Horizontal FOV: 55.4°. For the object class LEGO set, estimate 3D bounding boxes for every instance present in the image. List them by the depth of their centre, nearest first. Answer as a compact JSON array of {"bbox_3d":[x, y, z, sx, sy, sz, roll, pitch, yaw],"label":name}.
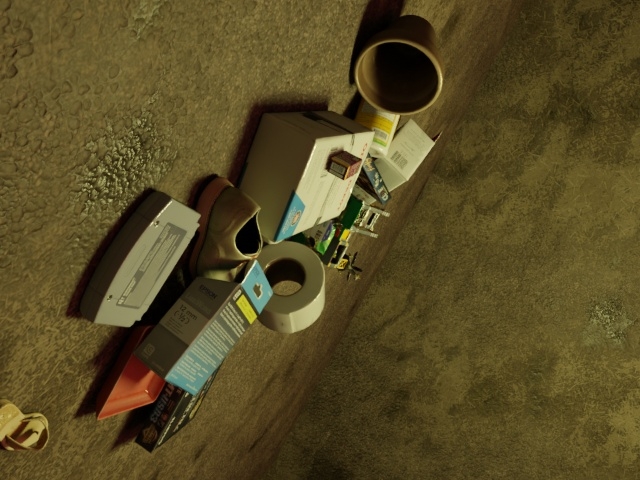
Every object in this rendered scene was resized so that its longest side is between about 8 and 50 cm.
[{"bbox_3d":[0.077,-0.044,2.079,0.192,0.255,0.331,14,99,-51],"label":"LEGO set"}]

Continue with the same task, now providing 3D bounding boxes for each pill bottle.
[{"bbox_3d":[0.184,-0.402,1.954,0.136,0.136,0.246,36,72,-74],"label":"pill bottle"}]

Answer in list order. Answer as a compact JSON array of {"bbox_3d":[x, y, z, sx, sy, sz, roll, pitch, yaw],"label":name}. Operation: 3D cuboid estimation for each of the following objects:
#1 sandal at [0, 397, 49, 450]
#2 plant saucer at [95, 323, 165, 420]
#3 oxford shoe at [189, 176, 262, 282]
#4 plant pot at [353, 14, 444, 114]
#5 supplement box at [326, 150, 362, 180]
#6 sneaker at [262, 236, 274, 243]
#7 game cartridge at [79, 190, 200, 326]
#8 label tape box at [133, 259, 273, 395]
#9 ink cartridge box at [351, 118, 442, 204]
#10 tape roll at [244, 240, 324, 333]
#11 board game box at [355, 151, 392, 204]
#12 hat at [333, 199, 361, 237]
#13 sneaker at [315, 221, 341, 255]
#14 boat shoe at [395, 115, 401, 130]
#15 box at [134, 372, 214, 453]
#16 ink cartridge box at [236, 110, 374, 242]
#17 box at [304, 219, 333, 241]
[{"bbox_3d":[-0.582,0.386,1.207,0.088,0.079,0.240,-51,162,-25],"label":"sandal"},{"bbox_3d":[-0.443,0.309,1.541,0.259,0.047,0.258,-61,164,4],"label":"plant saucer"},{"bbox_3d":[-0.228,0.030,1.505,0.140,0.146,0.397,-50,163,-36],"label":"oxford shoe"},{"bbox_3d":[0.250,-0.542,1.808,0.263,0.263,0.229,99,10,-51],"label":"plant pot"},{"bbox_3d":[0.061,-0.191,1.548,0.083,0.055,0.043,-35,149,-54],"label":"supplement box"},{"bbox_3d":[-0.096,-0.073,1.862,0.212,0.080,0.094,-41,144,-45],"label":"sneaker"},{"bbox_3d":[-0.373,0.042,1.272,0.294,0.060,0.196,-58,167,-4],"label":"game cartridge"},{"bbox_3d":[-0.280,0.204,1.542,0.348,0.115,0.249,-54,162,-16],"label":"label tape box"},{"bbox_3d":[0.258,-0.294,2.204,0.272,0.130,0.309,-51,-172,-27],"label":"ink cartridge box"},{"bbox_3d":[-0.107,0.146,1.899,0.246,0.246,0.169,-52,163,-22],"label":"tape roll"},{"bbox_3d":[0.127,-0.232,1.931,0.042,0.165,0.243,-42,140,-5],"label":"board game box"},{"bbox_3d":[0.047,-0.087,2.199,0.183,0.208,0.173,-30,136,2],"label":"hat"},{"bbox_3d":[0.000,0.000,2.256,0.295,0.109,0.123,-37,132,-51],"label":"sneaker"},{"bbox_3d":[0.180,-0.376,2.073,0.305,0.109,0.091,-52,168,-10],"label":"boat shoe"},{"bbox_3d":[-0.396,0.444,1.810,0.295,0.073,0.293,-61,174,7],"label":"box"},{"bbox_3d":[-0.039,-0.188,1.646,0.395,0.166,0.285,-25,142,-61],"label":"ink cartridge box"},{"bbox_3d":[-0.020,-0.054,1.992,0.081,0.136,0.028,-63,164,13],"label":"box"}]
